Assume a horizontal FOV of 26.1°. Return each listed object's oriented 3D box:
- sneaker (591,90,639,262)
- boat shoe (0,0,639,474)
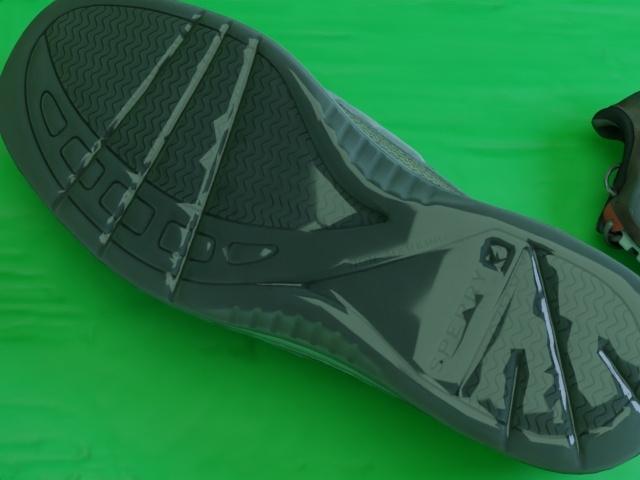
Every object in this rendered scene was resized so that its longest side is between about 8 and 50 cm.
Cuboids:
[{"bbox_3d":[0.163,0.001,0.638,0.065,0.061,0.158,-16,64,15],"label":"sneaker"},{"bbox_3d":[0.002,-0.002,0.597,0.320,0.103,0.118,27,84,12],"label":"boat shoe"}]
